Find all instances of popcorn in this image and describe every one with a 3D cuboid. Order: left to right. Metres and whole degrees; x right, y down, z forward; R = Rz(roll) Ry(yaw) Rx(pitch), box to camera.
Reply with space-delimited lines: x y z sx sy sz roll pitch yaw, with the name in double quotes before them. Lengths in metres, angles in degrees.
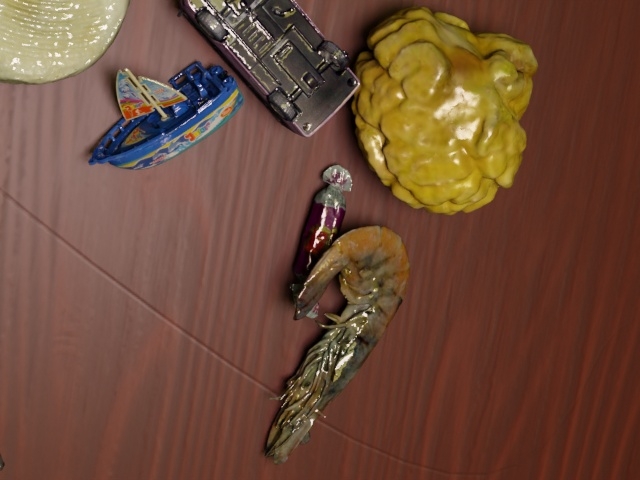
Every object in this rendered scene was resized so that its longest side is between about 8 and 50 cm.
"popcorn" 0.138 -0.144 1.289 0.203 0.226 0.200 -23 151 -52

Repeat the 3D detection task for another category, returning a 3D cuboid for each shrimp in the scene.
"shrimp" 0.001 0.112 1.309 0.296 0.058 0.169 -57 138 -3

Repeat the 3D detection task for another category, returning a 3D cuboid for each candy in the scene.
"candy" 0.000 0.000 1.321 0.045 0.043 0.175 17 90 -25

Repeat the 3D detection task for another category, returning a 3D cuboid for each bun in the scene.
"bun" -0.284 -0.247 1.129 0.196 0.118 0.195 -12 118 -23

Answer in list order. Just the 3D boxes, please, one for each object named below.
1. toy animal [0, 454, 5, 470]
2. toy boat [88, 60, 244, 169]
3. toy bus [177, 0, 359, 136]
"toy animal" -0.434 0.176 1.170 0.245 0.114 0.146 38 79 0
"toy boat" -0.175 -0.139 1.207 0.175 0.091 0.110 -37 128 -4
"toy bus" -0.058 -0.209 1.227 0.096 0.108 0.199 -46 112 -7
